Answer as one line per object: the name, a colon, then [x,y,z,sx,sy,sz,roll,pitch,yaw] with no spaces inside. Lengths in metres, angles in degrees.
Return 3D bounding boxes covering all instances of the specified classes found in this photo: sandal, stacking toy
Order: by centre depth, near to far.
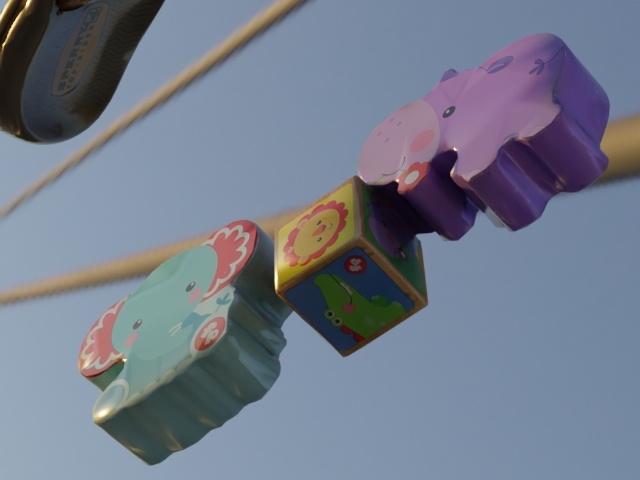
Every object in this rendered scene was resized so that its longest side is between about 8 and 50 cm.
stacking toy: [0.000,0.000,0.407,0.221,0.052,0.167,-33,-60,19]
sandal: [-0.075,-0.112,0.757,0.060,0.090,0.219,48,-49,27]
